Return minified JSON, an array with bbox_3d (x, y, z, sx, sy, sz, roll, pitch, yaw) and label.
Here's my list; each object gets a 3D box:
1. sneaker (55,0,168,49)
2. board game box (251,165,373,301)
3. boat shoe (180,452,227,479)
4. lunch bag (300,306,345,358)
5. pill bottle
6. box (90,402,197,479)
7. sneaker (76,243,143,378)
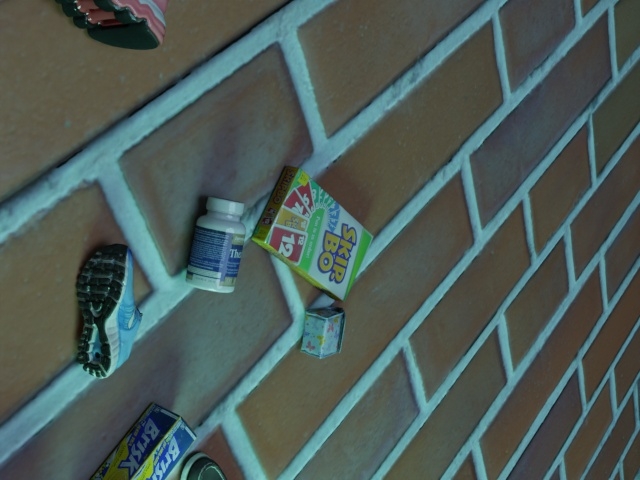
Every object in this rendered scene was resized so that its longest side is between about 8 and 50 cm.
[{"bbox_3d":[-0.259,-0.327,0.843,0.314,0.116,0.136,42,58,-56],"label":"sneaker"},{"bbox_3d":[0.000,0.000,1.303,0.259,0.039,0.124,41,70,-51],"label":"board game box"},{"bbox_3d":[-0.145,0.409,1.216,0.081,0.069,0.227,-34,126,-41],"label":"boat shoe"},{"bbox_3d":[0.012,0.146,1.345,0.083,0.053,0.071,-5,107,-60],"label":"lunch bag"},{"bbox_3d":[-0.136,0.005,1.106,0.067,0.067,0.120,7,95,-52],"label":"pill bottle"},{"bbox_3d":[-0.238,0.296,1.074,0.169,0.059,0.054,-53,138,-27],"label":"box"},{"bbox_3d":[-0.250,0.081,1.009,0.073,0.064,0.162,-17,119,-67],"label":"sneaker"}]
